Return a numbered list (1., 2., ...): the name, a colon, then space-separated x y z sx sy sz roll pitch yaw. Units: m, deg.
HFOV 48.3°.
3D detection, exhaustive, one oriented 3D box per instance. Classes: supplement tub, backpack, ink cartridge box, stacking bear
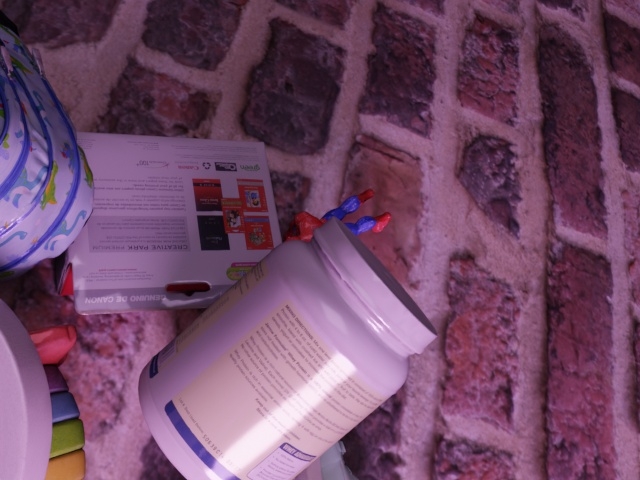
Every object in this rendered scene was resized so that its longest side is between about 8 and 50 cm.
1. supplement tub: -0.039 0.149 0.904 0.325 0.235 0.235 -41 85 6
2. backpack: -0.443 -0.113 0.880 0.290 0.273 0.355 -34 81 -8
3. ink cartridge box: -0.223 -0.007 1.047 0.309 0.130 0.272 0 65 -27
4. stacking bear: -0.339 0.267 0.829 0.164 0.175 0.289 -13 78 -29

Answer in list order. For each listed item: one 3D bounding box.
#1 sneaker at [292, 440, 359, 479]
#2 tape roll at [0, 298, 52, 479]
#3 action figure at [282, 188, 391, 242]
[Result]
1. sneaker: 0.009 0.322 1.025 0.151 0.094 0.256 37 33 -35
2. tape roll: -0.476 0.200 0.727 0.392 0.072 0.392 0 81 2
3. action figure: 0.000 0.000 1.189 0.091 0.139 0.280 52 30 10
